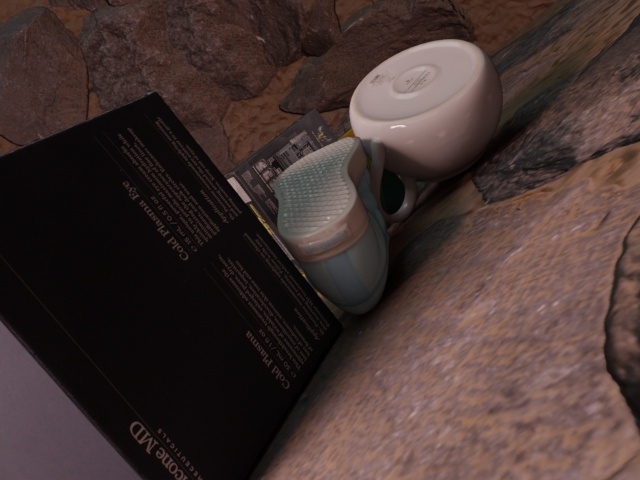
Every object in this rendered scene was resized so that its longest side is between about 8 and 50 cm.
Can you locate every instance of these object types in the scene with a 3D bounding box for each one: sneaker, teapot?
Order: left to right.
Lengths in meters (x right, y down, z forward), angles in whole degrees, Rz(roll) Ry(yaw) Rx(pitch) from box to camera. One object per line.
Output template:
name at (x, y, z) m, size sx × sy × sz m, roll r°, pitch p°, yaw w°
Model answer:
sneaker at (0.021, -0.023, 0.839) m, size 0.135 × 0.150 × 0.366 m, roll -20°, pitch 23°, yaw 14°
teapot at (0.177, -0.178, 1.011) m, size 0.256 × 0.187 × 0.252 m, roll -21°, pitch 39°, yaw 13°

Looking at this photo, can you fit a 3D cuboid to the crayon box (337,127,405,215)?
crayon box at (0.005, -0.054, 1.135) m, size 0.278 × 0.165 × 0.081 m, roll -39°, pitch 7°, yaw 2°

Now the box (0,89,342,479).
box at (-0.192, 0.072, 0.623) m, size 0.179 × 0.343 × 0.312 m, roll -33°, pitch 9°, yaw 33°

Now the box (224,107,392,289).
box at (-0.013, -0.065, 1.020) m, size 0.183 × 0.232 × 0.059 m, roll -42°, pitch 14°, yaw -22°
